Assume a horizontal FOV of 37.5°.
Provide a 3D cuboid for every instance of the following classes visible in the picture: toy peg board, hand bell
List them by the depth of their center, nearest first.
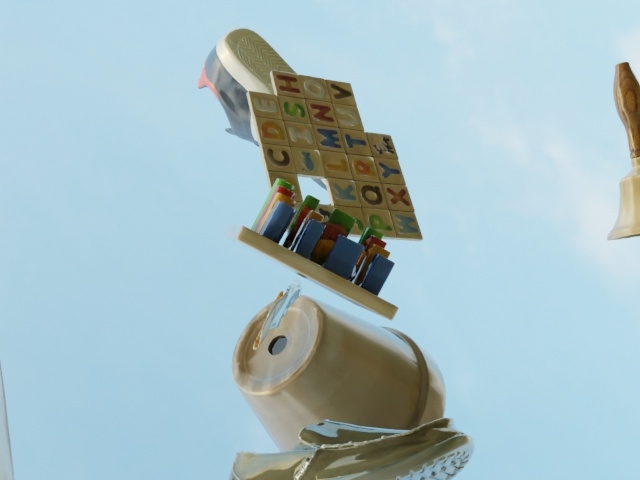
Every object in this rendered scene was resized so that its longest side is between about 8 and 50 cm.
[{"bbox_3d":[0.000,0.000,0.914,0.161,0.160,0.079,27,-94,-9],"label":"toy peg board"},{"bbox_3d":[0.440,-0.128,1.311,0.126,0.126,0.242,-7,-96,-25],"label":"hand bell"}]

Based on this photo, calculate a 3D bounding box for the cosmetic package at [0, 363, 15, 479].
[{"bbox_3d":[-0.406,0.164,0.624,0.366,0.155,0.197,-11,-98,13],"label":"cosmetic package"}]

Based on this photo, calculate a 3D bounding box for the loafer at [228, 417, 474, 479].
[{"bbox_3d":[0.016,0.201,0.867,0.251,0.094,0.087,-19,-119,15],"label":"loafer"}]

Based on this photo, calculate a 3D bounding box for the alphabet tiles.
[{"bbox_3d":[0.014,-0.106,1.147,0.198,0.009,0.237,4,-122,-30],"label":"alphabet tiles"}]

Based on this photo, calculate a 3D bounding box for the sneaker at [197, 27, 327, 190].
[{"bbox_3d":[-0.068,-0.190,1.603,0.350,0.148,0.131,50,-138,-4],"label":"sneaker"}]

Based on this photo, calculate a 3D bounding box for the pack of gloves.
[{"bbox_3d":[-0.016,0.048,1.282,0.046,0.232,0.195,25,-84,2],"label":"pack of gloves"}]

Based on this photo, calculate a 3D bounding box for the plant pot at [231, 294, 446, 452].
[{"bbox_3d":[0.005,0.244,1.598,0.280,0.323,0.323,43,-134,-37],"label":"plant pot"}]
